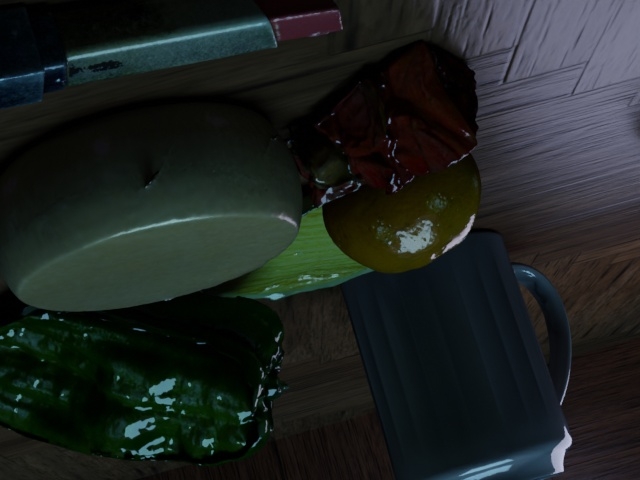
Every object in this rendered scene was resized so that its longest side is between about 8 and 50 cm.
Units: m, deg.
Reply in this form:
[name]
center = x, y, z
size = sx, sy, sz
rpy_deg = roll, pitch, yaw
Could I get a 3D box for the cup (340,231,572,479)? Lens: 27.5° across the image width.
[cup]
center = 0.216, 0.174, 1.763
size = 0.323, 0.326, 0.237
rpy_deg = -9, 163, -31

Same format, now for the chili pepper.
[chili pepper]
center = -0.221, 0.131, 1.445
size = 0.385, 0.213, 0.167
rpy_deg = 6, -158, 5

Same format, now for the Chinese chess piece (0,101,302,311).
[Chinese chess piece]
center = -0.146, -0.023, 1.119
size = 0.273, 0.102, 0.273
rpy_deg = -14, 166, -4

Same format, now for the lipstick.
[lipstick]
center = -0.132, -0.133, 0.853
size = 0.312, 0.051, 0.051
rpy_deg = -14, 164, -17

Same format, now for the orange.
[orange]
center = 0.079, -0.036, 1.235
size = 0.156, 0.124, 0.156
rpy_deg = -26, -179, 1

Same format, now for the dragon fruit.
[dragon fruit]
center = 0.042, -0.107, 1.131
size = 0.192, 0.122, 0.092
rpy_deg = -25, 124, 39

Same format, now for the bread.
[bread]
center = -0.001, -0.002, 1.451
size = 0.301, 0.045, 0.301
rpy_deg = -15, 164, -4
